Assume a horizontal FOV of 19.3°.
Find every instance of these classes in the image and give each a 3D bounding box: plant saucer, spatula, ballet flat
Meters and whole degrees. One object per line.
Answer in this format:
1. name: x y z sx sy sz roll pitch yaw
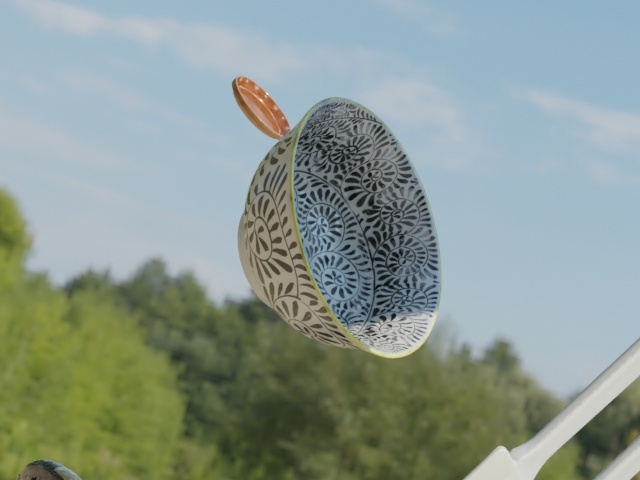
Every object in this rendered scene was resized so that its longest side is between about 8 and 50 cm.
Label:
1. plant saucer: -0.063 -0.136 1.956 0.083 0.013 0.083 44 19 -20
2. spatula: 0.127 0.107 0.833 0.019 0.242 0.168 39 -14 43
3. ballet flat: -0.204 0.195 1.436 0.049 0.057 0.173 -7 -7 -23

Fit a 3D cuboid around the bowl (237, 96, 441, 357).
1. bowl: 0.000 0.000 1.200 0.080 0.170 0.170 -16 -25 32
